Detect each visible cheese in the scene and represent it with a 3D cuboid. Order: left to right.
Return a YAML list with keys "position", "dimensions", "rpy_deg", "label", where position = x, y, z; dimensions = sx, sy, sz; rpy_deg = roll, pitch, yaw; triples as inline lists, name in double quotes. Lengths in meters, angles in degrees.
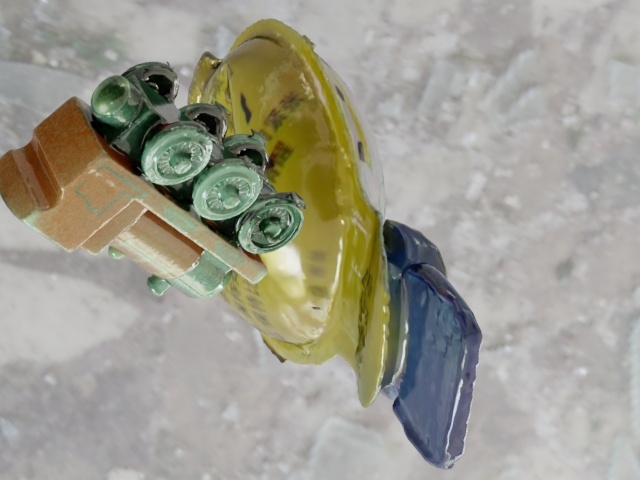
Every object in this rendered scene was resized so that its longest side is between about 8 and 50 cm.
- position: [0.000, 0.000, 0.727]
  dimensions: [0.064, 0.250, 0.156]
  rpy_deg: [-9, 126, -24]
  label: "cheese"

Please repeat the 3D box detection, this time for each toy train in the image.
- position: [-0.050, -0.014, 0.565]
  dimensions: [0.064, 0.044, 0.103]
  rpy_deg: [-41, 141, 10]
  label: "toy train"
